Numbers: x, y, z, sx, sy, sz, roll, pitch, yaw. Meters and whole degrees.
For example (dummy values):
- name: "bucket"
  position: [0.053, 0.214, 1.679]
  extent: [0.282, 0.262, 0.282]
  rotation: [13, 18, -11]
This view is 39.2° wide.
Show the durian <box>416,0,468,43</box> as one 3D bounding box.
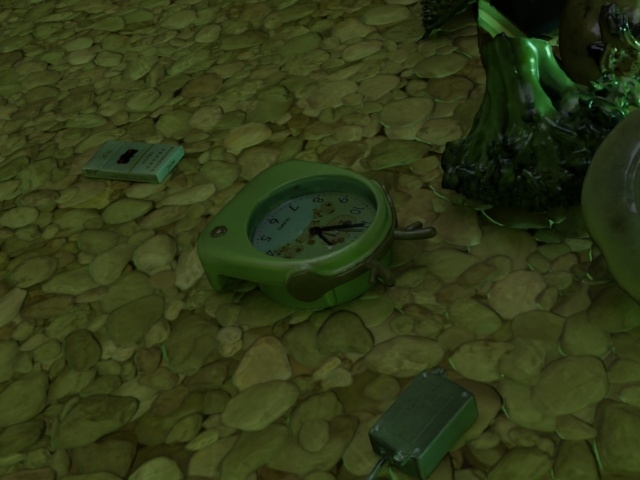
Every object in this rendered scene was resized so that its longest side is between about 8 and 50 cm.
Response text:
- name: "durian"
  position: [0.247, -0.491, 1.751]
  extent: [0.095, 0.137, 0.221]
  rotation: [33, 54, 2]

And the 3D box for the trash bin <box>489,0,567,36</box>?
- name: "trash bin"
  position: [0.463, -0.503, 1.653]
  extent: [0.290, 0.182, 0.209]
  rotation: [-22, 39, 2]

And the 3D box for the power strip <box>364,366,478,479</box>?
- name: "power strip"
  position: [0.099, 0.216, 0.983]
  extent: [0.075, 0.042, 0.175]
  rotation: [23, 53, 40]

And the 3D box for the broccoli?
- name: "broccoli"
  position: [0.293, -0.164, 1.230]
  extent: [0.288, 0.246, 0.248]
  rotation: [-5, 11, 17]

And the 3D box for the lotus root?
- name: "lotus root"
  position: [0.480, -0.353, 1.461]
  extent: [0.182, 0.183, 0.310]
  rotation: [-3, 39, 17]

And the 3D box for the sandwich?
- name: "sandwich"
  position: [0.336, -0.299, 1.437]
  extent: [0.144, 0.187, 0.117]
  rotation: [-9, 38, 18]

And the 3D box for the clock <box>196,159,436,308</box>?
- name: "clock"
  position: [0.000, 0.000, 1.247]
  extent: [0.308, 0.096, 0.235]
  rotation: [14, 45, 33]

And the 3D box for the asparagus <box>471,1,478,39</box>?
- name: "asparagus"
  position: [0.304, -0.414, 1.725]
  extent: [0.016, 0.016, 0.163]
  rotation: [-16, 38, 17]

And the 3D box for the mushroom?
- name: "mushroom"
  position: [0.440, -0.052, 0.947]
  extent: [0.314, 0.336, 0.315]
  rotation: [-3, 77, 12]

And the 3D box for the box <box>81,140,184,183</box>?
- name: "box"
  position: [-0.335, -0.141, 1.602]
  extent: [0.166, 0.024, 0.090]
  rotation: [7, 43, 25]
